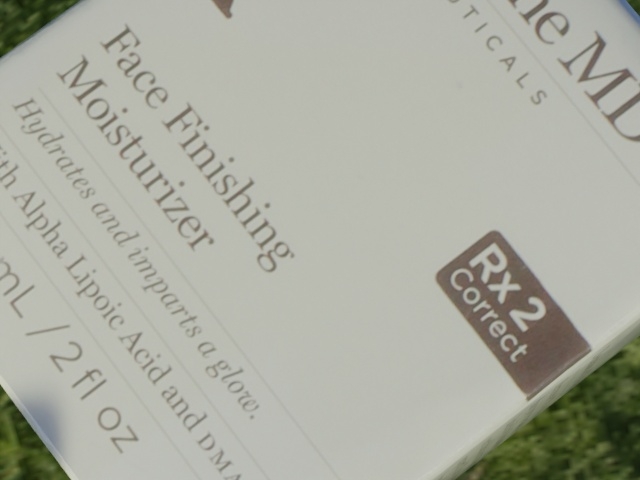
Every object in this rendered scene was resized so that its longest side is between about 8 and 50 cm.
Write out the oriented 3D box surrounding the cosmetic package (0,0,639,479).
[{"bbox_3d":[0.000,0.000,0.528,0.183,0.151,0.151,-38,81,-6],"label":"cosmetic package"}]
